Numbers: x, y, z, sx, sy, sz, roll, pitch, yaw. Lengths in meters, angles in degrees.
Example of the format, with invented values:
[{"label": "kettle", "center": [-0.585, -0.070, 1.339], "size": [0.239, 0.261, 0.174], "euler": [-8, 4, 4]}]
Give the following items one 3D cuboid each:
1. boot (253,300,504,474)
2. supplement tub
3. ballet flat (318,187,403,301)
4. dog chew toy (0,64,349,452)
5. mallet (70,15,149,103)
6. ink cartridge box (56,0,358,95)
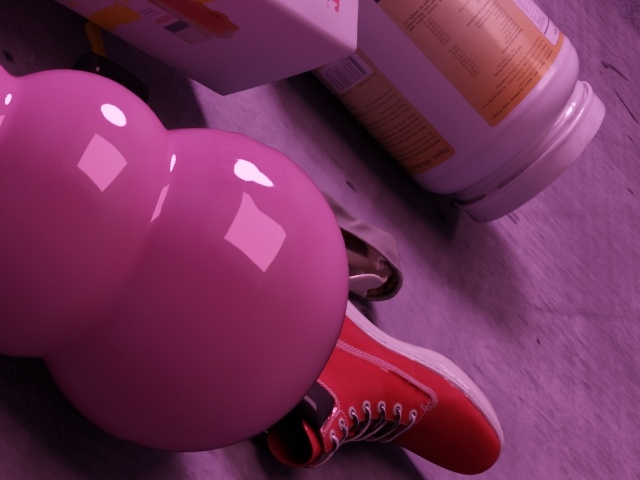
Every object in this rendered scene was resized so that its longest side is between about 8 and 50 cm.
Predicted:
[{"label": "boot", "center": [0.038, 0.144, 1.042], "size": [0.244, 0.088, 0.176], "euler": [35, 29, -14]}, {"label": "supplement tub", "center": [0.133, -0.195, 1.465], "size": [0.316, 0.228, 0.228], "euler": [46, 26, -12]}, {"label": "ballet flat", "center": [0.000, 0.000, 1.179], "size": [0.213, 0.072, 0.068], "euler": [26, 40, -43]}, {"label": "dog chew toy", "center": [-0.147, -0.008, 0.819], "size": [0.332, 0.206, 0.206], "euler": [31, 32, -22]}, {"label": "mallet", "center": [-0.197, -0.179, 1.136], "size": [0.062, 0.039, 0.189], "euler": [25, 32, -49]}, {"label": "ink cartridge box", "center": [-0.134, -0.325, 1.090], "size": [0.385, 0.160, 0.279], "euler": [26, 61, -48]}]
